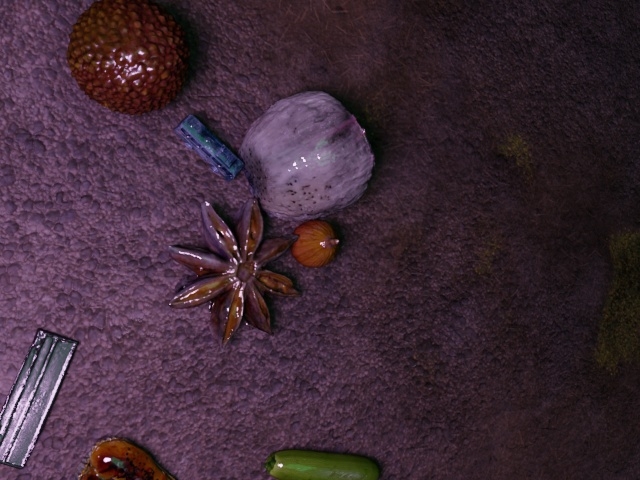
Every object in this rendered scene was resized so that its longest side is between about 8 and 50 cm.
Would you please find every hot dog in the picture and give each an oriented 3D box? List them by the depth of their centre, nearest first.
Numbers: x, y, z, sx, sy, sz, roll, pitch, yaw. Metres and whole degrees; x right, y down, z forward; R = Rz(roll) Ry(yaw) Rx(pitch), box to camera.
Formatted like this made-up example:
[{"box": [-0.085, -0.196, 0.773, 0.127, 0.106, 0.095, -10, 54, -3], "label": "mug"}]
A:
[{"box": [-0.363, 0.505, 1.287, 0.270, 0.082, 0.163, 48, 67, -18], "label": "hot dog"}]

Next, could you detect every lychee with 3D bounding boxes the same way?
[{"box": [-0.365, -0.351, 1.274, 0.235, 0.271, 0.236, -6, 112, -14], "label": "lychee"}]

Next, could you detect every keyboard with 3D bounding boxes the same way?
[{"box": [-0.541, 0.296, 1.244, 0.087, 0.017, 0.251, 25, 73, -23], "label": "keyboard"}]

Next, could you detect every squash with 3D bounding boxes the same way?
[{"box": [0.014, 0.518, 1.491, 0.292, 0.082, 0.082, 15, 78, -27], "label": "squash"}]

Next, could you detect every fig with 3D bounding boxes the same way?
[{"box": [-0.012, -0.001, 1.499, 0.119, 0.153, 0.119, 0, 74, 0], "label": "fig"}]

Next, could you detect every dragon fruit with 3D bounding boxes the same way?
[{"box": [-0.036, -0.178, 1.454, 0.221, 0.204, 0.283, -28, 98, -32], "label": "dragon fruit"}]

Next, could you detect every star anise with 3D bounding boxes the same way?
[{"box": [-0.182, 0.064, 1.409, 0.331, 0.117, 0.332, 1, 88, -37], "label": "star anise"}]

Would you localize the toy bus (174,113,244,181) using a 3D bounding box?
[{"box": [-0.238, -0.198, 1.429, 0.166, 0.065, 0.047, 43, 68, -18], "label": "toy bus"}]
